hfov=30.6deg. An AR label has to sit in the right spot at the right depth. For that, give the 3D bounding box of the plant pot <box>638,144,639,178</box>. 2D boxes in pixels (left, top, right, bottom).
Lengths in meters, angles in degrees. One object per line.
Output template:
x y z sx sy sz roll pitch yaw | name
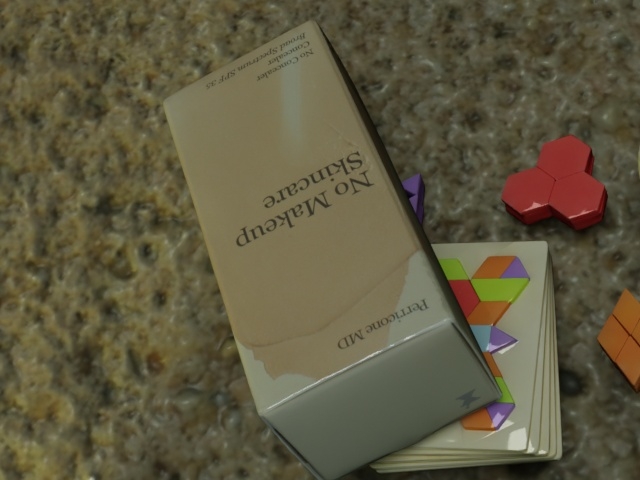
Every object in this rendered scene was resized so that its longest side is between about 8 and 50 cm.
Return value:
0.299 -0.040 0.848 0.134 0.095 0.134 -5 70 13 | plant pot

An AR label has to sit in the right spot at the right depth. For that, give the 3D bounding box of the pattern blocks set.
0.101 0.077 0.853 0.285 0.026 0.325 -15 53 14 | pattern blocks set

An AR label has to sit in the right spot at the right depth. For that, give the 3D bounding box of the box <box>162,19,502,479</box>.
0.000 0.000 0.855 0.148 0.121 0.311 -28 50 6 | box
